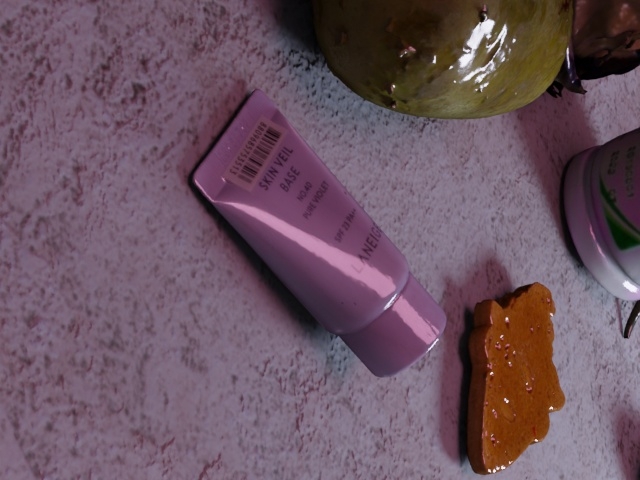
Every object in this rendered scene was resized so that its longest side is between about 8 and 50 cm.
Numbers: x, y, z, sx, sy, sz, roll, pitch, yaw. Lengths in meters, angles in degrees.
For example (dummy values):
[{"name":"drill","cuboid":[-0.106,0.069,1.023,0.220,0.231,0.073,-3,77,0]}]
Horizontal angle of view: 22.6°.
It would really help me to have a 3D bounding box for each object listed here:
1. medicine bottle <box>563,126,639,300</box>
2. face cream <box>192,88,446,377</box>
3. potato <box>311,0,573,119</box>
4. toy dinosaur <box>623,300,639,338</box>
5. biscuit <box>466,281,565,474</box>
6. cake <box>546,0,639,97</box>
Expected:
[{"name":"medicine bottle","cuboid":[0.486,-0.065,1.976,0.212,0.325,0.212,24,56,-42]},{"name":"face cream","cuboid":[0.000,0.000,1.466,0.274,0.096,0.154,49,44,-17]},{"name":"potato","cuboid":[0.133,-0.255,1.623,0.359,0.219,0.269,5,94,-60]},{"name":"toy dinosaur","cuboid":[0.488,0.096,2.163,0.187,0.087,0.179,47,42,-36]},{"name":"biscuit","cuboid":[0.209,0.152,1.760,0.183,0.043,0.280,53,44,-26]},{"name":"cake","cuboid":[0.347,-0.329,1.972,0.332,0.332,0.321,33,90,-47]}]
